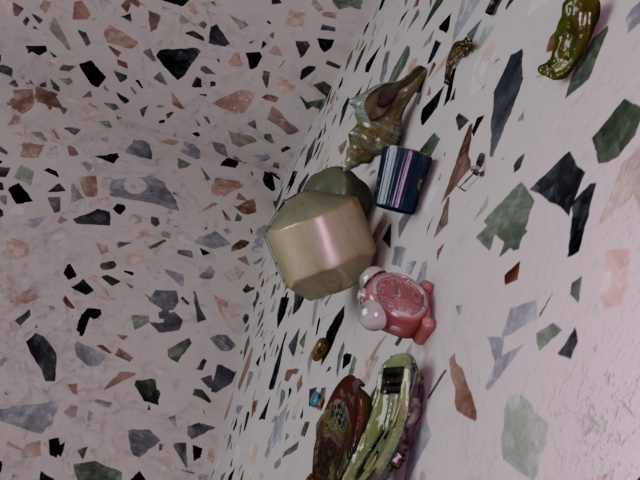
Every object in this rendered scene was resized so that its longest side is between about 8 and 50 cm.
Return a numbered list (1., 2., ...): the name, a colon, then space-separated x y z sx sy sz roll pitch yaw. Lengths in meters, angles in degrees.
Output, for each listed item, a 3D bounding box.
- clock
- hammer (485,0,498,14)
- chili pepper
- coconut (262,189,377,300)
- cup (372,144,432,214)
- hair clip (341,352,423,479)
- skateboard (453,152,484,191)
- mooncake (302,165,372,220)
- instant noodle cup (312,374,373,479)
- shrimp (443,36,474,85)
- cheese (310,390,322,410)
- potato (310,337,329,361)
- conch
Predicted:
1. clock: 0.152 0.139 1.600 0.166 0.162 0.093 -83 15 -48
2. hammer: 0.456 -0.651 1.840 0.078 0.021 0.201 -104 36 -69
3. chili pepper: 0.450 -0.379 1.317 0.072 0.073 0.204 -117 34 -50
4. coconut: 0.000 0.000 2.105 0.323 0.323 0.323 -160 90 -78
5. cup: 0.209 -0.151 1.941 0.176 0.131 0.155 25 -100 -72
6. hair clip: 0.134 0.385 1.474 0.321 0.091 0.138 -66 14 -22
7. skateboard: 0.323 -0.147 1.618 0.083 0.032 0.064 -51 12 52
8. mooncake: 0.043 -0.102 2.375 0.275 0.135 0.275 -25 53 40
9. instant noodle cup: 0.071 0.437 1.649 0.274 0.090 0.274 -161 90 -78
10. shrimp: 0.356 -0.472 1.975 0.178 0.034 0.124 -132 59 -78
11. cheese: -0.012 0.462 2.157 0.111 0.017 0.047 178 108 -77
12. potato: -0.001 0.330 2.262 0.083 0.040 0.051 -62 5 26
13. conch: 0.173 -0.376 2.279 0.169 0.203 0.386 13 74 55
